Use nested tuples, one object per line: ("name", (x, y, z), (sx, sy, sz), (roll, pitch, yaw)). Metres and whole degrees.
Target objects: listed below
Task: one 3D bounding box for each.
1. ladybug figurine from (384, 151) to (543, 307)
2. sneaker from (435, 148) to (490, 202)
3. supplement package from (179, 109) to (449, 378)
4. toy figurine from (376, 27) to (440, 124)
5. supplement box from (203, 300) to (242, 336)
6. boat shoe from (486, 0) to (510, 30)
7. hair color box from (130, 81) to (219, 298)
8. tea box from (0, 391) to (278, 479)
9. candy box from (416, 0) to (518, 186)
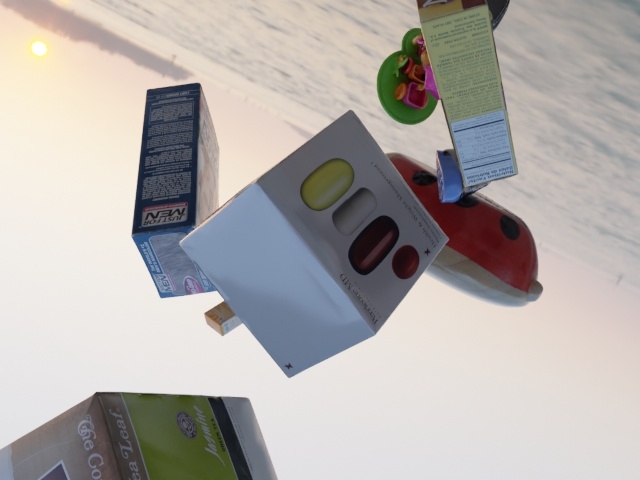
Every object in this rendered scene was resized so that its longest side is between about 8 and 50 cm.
("ladybug figurine", (0.228, -0.032, 1.404), (0.449, 0.162, 0.305), (33, -165, 23))
("sneaker", (0.231, -0.112, 1.182), (0.090, 0.082, 0.232), (-4, -166, 11))
("supplement package", (0.000, 0.000, 0.823), (0.194, 0.149, 0.203), (51, -138, -6))
("toy figurine", (0.192, -0.285, 1.227), (0.130, 0.173, 0.159), (19, 172, -26))
("supplement box", (-0.195, 0.159, 1.624), (0.098, 0.036, 0.062), (-32, -138, -30))
("boat shoe", (0.285, -0.407, 1.409), (0.081, 0.228, 0.068), (48, 169, -6))
("hair color box", (-0.239, -0.092, 1.279), (0.105, 0.174, 0.347), (-7, -129, 2))
("tea box", (-0.193, 0.374, 0.877), (0.323, 0.220, 0.329), (29, -146, -61))
("candy box", (0.120, -0.146, 0.616), (0.187, 0.053, 0.109), (62, -160, -50))
